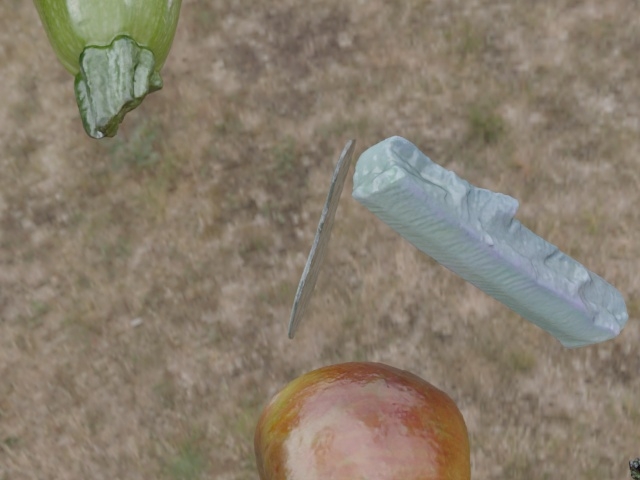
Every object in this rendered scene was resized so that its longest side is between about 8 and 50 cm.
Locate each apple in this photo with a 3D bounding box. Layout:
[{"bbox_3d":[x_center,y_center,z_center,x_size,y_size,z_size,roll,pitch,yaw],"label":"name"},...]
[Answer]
[{"bbox_3d":[0.031,0.178,1.113,0.173,0.195,0.160,9,92,-11],"label":"apple"}]

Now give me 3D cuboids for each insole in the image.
[{"bbox_3d":[0.000,0.000,1.206,0.006,0.193,0.065,20,24,9],"label":"insole"}]

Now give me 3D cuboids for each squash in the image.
[{"bbox_3d":[-0.117,-0.116,0.788,0.105,0.105,0.132,-9,78,1],"label":"squash"}]

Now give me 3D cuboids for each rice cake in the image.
[{"bbox_3d":[0.084,0.005,0.630,0.042,0.180,0.030,-23,51,36],"label":"rice cake"}]

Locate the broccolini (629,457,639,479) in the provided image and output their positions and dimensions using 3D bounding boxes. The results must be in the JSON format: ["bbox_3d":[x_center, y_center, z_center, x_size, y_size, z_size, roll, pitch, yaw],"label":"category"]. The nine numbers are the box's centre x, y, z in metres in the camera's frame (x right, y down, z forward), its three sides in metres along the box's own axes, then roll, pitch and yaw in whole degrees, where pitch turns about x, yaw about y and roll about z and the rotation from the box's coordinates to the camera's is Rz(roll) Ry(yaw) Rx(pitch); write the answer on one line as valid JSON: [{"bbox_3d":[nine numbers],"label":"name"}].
[{"bbox_3d":[0.289,0.217,0.982,0.062,0.271,0.123,-39,99,-9],"label":"broccolini"}]
